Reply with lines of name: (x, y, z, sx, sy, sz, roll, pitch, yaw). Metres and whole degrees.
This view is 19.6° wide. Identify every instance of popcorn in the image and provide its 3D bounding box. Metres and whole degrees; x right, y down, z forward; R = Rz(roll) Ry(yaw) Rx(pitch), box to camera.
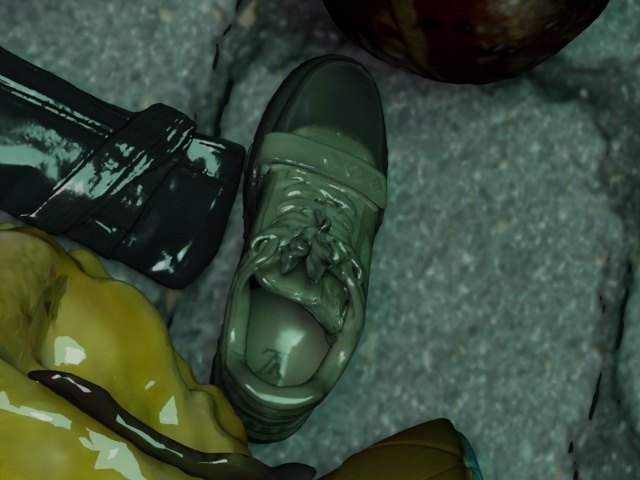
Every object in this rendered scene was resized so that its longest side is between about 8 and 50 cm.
popcorn: (-0.187, 0.154, 1.128, 0.381, 0.349, 0.349, -11, 84, 29)

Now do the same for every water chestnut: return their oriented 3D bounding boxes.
water chestnut: (0.135, -0.274, 1.282, 0.347, 0.335, 0.335, 0, 81, 19)

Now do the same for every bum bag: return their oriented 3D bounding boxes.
bum bag: (-0.177, -0.058, 1.313, 0.248, 0.060, 0.123, 23, 79, -11)

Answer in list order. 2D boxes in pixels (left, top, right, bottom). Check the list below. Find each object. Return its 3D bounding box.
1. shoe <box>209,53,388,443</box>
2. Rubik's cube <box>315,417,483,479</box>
shoe: (-0.002, -0.001, 1.301, 0.109, 0.149, 0.293, 15, 81, -10)
Rubik's cube: (0.070, 0.273, 1.248, 0.254, 0.254, 0.254, 2, 82, -13)
